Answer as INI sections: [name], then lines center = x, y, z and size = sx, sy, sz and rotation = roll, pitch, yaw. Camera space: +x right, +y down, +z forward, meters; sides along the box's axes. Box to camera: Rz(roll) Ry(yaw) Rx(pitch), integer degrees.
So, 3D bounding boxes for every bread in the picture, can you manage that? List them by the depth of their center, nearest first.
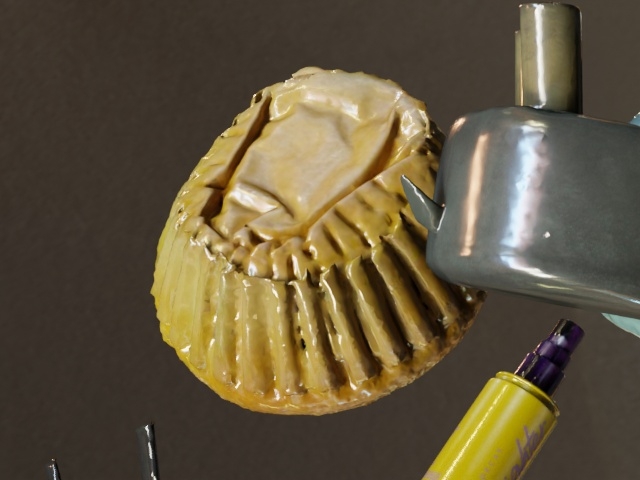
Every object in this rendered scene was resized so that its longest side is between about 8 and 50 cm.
[bread]
center = 0.000, 0.004, 1.022
size = 0.139, 0.240, 0.240
rotation = 73, -153, -48

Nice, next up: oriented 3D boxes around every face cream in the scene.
[face cream]
center = 0.169, 0.190, 1.476
size = 0.078, 0.078, 0.273
rotation = 43, -108, -20

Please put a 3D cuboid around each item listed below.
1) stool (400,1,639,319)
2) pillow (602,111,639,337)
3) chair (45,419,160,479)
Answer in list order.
[stool]
center = 0.152, -0.027, 0.754
size = 0.228, 0.153, 0.139
rotation = 12, -92, -40
[pillow]
center = 0.305, -0.008, 1.138
size = 0.086, 0.233, 0.214
rotation = 55, -132, -53
[chair]
center = -0.142, 0.216, 0.633
size = 0.159, 0.172, 0.247
rotation = -8, -101, -27
